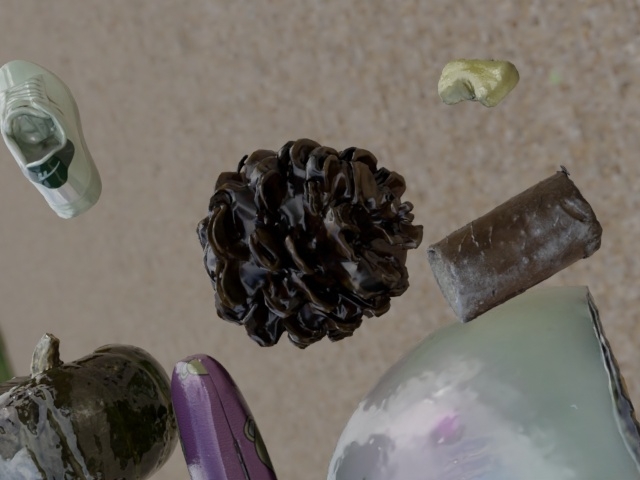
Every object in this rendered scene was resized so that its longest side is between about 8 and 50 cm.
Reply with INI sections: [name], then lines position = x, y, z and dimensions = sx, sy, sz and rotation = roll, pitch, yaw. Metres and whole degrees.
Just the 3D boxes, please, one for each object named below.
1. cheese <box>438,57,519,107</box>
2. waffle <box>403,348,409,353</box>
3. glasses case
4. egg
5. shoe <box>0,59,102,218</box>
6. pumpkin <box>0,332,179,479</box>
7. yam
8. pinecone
[cheese]
position = 0.128, -0.128, 1.433
dimensions = 0.030, 0.044, 0.083
rotation = 47, 160, -28
[waffle]
position = 0.174, 0.181, 2.081
dimensions = 0.262, 0.280, 0.060
rotation = 11, 139, 44
[glasses case]
position = -0.078, 0.265, 1.755
dimensions = 0.123, 0.076, 0.316
rotation = -7, 102, 71
[egg]
position = 0.173, 0.250, 1.785
dimensions = 0.354, 0.340, 0.354
rotation = -19, -90, -81
[shoe]
position = -0.345, -0.148, 2.112
dimensions = 0.265, 0.095, 0.110
rotation = 57, -178, 35
[pumpkin]
position = -0.280, 0.194, 1.919
dimensions = 0.260, 0.260, 0.189
rotation = -169, 57, -76
[yam]
position = 0.161, 0.004, 1.439
dimensions = 0.079, 0.141, 0.079
rotation = 61, 177, 6
[pinecone]
position = -0.012, -0.006, 1.932
dimensions = 0.243, 0.243, 0.257
rotation = 67, 151, 21
